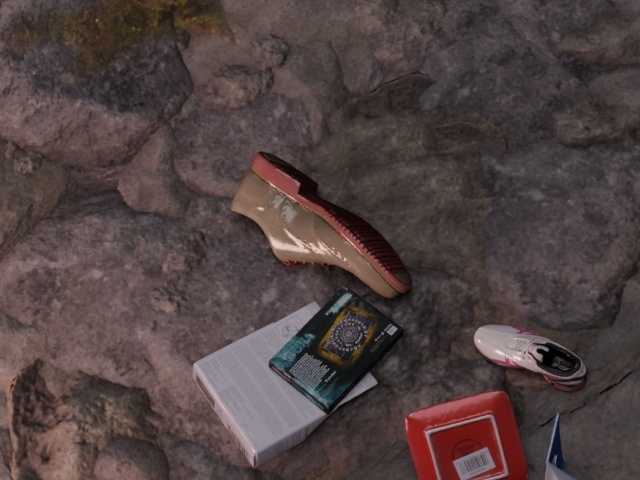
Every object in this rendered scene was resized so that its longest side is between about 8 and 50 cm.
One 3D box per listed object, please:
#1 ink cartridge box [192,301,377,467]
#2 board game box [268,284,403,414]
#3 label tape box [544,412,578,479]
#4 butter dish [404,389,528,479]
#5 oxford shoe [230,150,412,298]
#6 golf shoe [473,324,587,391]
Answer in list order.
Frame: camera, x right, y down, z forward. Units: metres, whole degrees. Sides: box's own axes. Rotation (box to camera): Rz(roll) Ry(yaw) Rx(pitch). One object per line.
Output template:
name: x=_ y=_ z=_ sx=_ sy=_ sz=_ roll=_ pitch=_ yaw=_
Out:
ink cartridge box: x=-0.057 y=0.226 z=2.062 sx=0.232 sy=0.066 sz=0.189 roll=-25 pitch=60 yaw=-25
board game box: x=0.025 y=0.170 z=2.051 sx=0.126 sy=0.026 sz=0.186 roll=37 pitch=65 yaw=20
label tape box: x=0.348 y=0.441 z=1.759 sx=0.115 sy=0.249 sz=0.348 roll=8 pitch=67 yaw=14
butter dish: x=0.212 y=0.296 z=1.935 sx=0.160 sy=0.118 sz=0.160 roll=-16 pitch=103 yaw=1
oxford shoe: x=0.000 y=0.000 z=2.132 sx=0.348 sy=0.123 sz=0.130 roll=40 pitch=104 yaw=23
golf shoe: x=0.322 y=0.167 z=1.988 sx=0.186 sy=0.086 sz=0.067 roll=19 pitch=71 yaw=20
